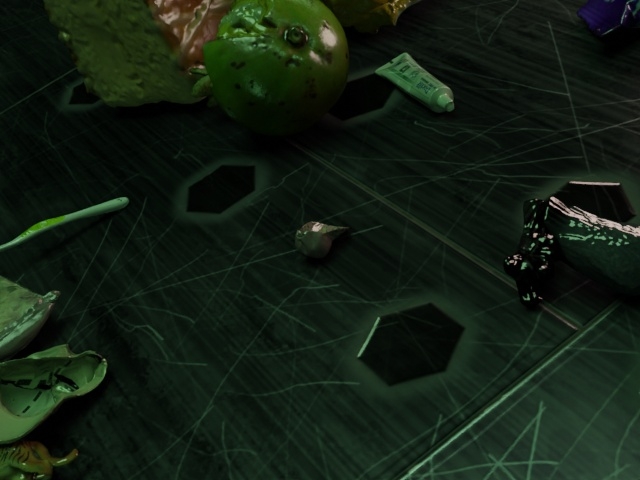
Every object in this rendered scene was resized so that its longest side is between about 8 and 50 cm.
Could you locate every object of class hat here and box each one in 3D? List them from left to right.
[{"bbox_3d":[-0.355,0.197,1.203,0.122,0.081,0.166,23,37,8],"label":"hat"},{"bbox_3d":[0.002,0.001,1.289,0.058,0.042,0.087,9,14,31],"label":"hat"}]

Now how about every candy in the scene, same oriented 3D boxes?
[{"bbox_3d":[0.519,-0.375,1.438,0.275,0.070,0.145,-23,29,4],"label":"candy"}]

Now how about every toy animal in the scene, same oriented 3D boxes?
[{"bbox_3d":[-0.397,0.285,1.138,0.241,0.057,0.099,-25,37,0],"label":"toy animal"},{"bbox_3d":[0.315,-0.002,1.059,0.210,0.117,0.121,0,37,31],"label":"toy animal"}]

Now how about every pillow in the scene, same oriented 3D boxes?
[{"bbox_3d":[-0.486,0.107,1.398,0.255,0.059,0.169,20,56,45],"label":"pillow"}]

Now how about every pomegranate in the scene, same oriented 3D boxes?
[{"bbox_3d":[-0.092,-0.273,1.538,0.236,0.236,0.302,-50,19,-30],"label":"pomegranate"}]

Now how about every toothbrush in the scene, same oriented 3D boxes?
[{"bbox_3d":[-0.423,-0.019,1.506,0.263,0.026,0.022,-20,37,-21],"label":"toothbrush"}]

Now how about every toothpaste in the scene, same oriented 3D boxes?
[{"bbox_3d":[0.152,-0.245,1.501,0.064,0.041,0.218,-34,34,-3],"label":"toothpaste"}]

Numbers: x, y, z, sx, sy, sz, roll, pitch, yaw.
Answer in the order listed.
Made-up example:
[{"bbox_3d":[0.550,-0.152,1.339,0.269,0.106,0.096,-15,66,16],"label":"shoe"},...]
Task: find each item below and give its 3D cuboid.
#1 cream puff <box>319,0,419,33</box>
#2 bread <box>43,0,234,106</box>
[{"bbox_3d":[0.112,-0.482,1.711,0.282,0.185,0.282,-54,9,12],"label":"cream puff"},{"bbox_3d":[-0.276,-0.470,1.726,0.279,0.371,0.390,6,43,39],"label":"bread"}]
